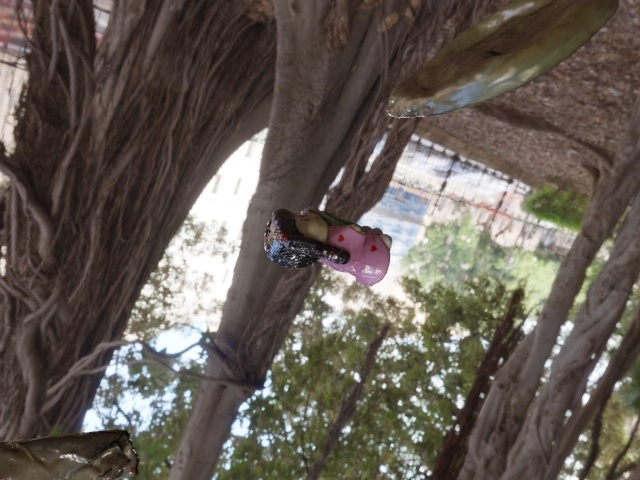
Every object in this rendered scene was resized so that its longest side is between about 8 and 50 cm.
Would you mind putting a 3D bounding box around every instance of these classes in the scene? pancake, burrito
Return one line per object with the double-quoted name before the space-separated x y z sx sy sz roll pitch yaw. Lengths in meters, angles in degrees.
"pancake" 0.205 -0.228 0.626 0.049 0.295 0.294 54 -179 -16
"burrito" -0.268 0.217 0.512 0.171 0.051 0.042 -1 163 -11

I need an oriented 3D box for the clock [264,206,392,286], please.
"clock" 0.000 0.000 0.875 0.196 0.100 0.194 16 -170 -18
